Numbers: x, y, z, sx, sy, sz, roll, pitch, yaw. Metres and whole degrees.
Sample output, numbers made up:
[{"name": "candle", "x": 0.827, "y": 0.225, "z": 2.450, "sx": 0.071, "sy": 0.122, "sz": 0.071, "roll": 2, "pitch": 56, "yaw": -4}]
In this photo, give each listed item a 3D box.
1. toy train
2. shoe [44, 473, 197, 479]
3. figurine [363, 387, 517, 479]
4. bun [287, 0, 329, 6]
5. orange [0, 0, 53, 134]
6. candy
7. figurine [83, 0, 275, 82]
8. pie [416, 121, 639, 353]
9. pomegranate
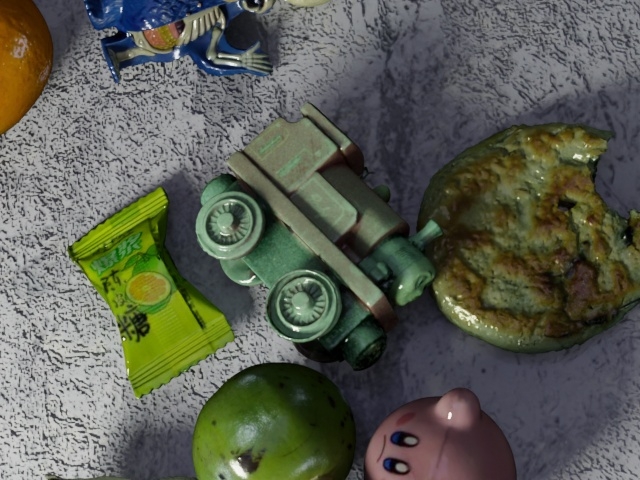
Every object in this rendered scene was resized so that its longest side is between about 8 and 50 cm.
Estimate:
[{"name": "toy train", "x": 0.000, "y": 0.000, "z": 1.271, "sx": 0.221, "sy": 0.150, "sz": 0.304, "roll": -42, "pitch": 68, "yaw": -4}, {"name": "shoe", "x": -0.256, "y": 0.413, "z": 1.170, "sx": 0.210, "sy": 0.132, "sz": 0.342, "roll": 8, "pitch": 67, "yaw": 3}, {"name": "figurine", "x": 0.127, "y": 0.249, "z": 1.155, "sx": 0.173, "sy": 0.173, "sz": 0.173, "roll": -3, "pitch": 70, "yaw": 8}, {"name": "bun", "x": -0.020, "y": -0.371, "z": 1.451, "sx": 0.115, "sy": 0.069, "sz": 0.115, "roll": -2, "pitch": 70, "yaw": 6}, {"name": "orange", "x": -0.462, "y": -0.233, "z": 1.419, "sx": 0.240, "sy": 0.171, "sz": 0.240, "roll": -6, "pitch": 66, "yaw": 14}, {"name": "candy", "x": -0.212, "y": 0.057, "z": 1.331, "sx": 0.149, "sy": 0.069, "sz": 0.246, "roll": -31, "pitch": 68, "yaw": 0}, {"name": "figurine", "x": -0.177, "y": -0.303, "z": 1.425, "sx": 0.262, "sy": 0.164, "sz": 0.121, "roll": -4, "pitch": 28, "yaw": -5}, {"name": "pie", "x": 0.255, "y": -0.008, "z": 1.281, "sx": 0.302, "sy": 0.067, "sz": 0.302, "roll": -2, "pitch": 71, "yaw": 7}, {"name": "pomegranate", "x": -0.033, "y": 0.241, "z": 1.169, "sx": 0.187, "sy": 0.187, "sz": 0.225, "roll": -38, "pitch": 55, "yaw": -5}]
